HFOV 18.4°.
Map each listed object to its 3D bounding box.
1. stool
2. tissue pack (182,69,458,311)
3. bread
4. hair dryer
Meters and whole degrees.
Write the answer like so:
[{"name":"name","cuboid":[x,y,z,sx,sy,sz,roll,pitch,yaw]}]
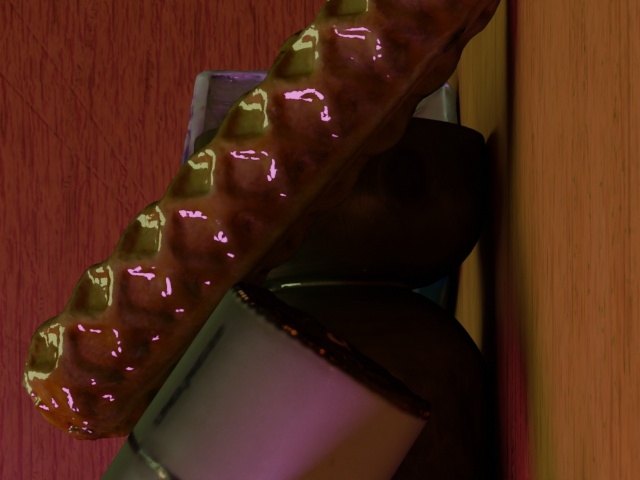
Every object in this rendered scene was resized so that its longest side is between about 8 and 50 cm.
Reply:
[{"name":"stool","cuboid":[0.013,0.070,1.178,0.179,0.179,0.264,93,176,-81]},{"name":"tissue pack","cuboid":[0.000,0.000,1.487,0.263,0.198,0.146,91,-179,-59]},{"name":"bread","cuboid":[-0.030,-0.034,1.066,0.367,0.077,0.084,-49,-17,9]},{"name":"hair dryer","cuboid":[0.009,0.176,0.930,0.203,0.128,0.362,-56,36,2]}]
